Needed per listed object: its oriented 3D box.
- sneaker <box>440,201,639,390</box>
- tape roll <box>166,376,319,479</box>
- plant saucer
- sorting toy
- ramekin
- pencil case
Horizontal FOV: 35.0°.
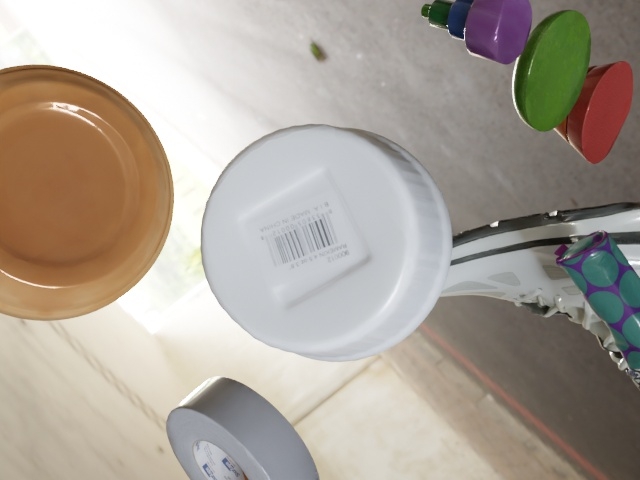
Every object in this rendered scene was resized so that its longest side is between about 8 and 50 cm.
[{"bbox_3d":[0.335,0.088,1.214,0.169,0.447,0.258,37,-135,-88],"label":"sneaker"},{"bbox_3d":[-0.106,0.291,1.356,0.219,0.072,0.219,30,141,29],"label":"tape roll"},{"bbox_3d":[-0.204,-0.040,0.769,0.200,0.200,0.037,53,154,-9],"label":"plant saucer"},{"bbox_3d":[0.218,-0.188,1.100,0.126,0.127,0.365,24,-176,36],"label":"sorting toy"},{"bbox_3d":[0.000,0.000,1.137,0.277,0.277,0.135,51,-170,14],"label":"ramekin"},{"bbox_3d":[0.311,0.064,1.061,0.152,0.064,0.070,55,162,-7],"label":"pencil case"}]
